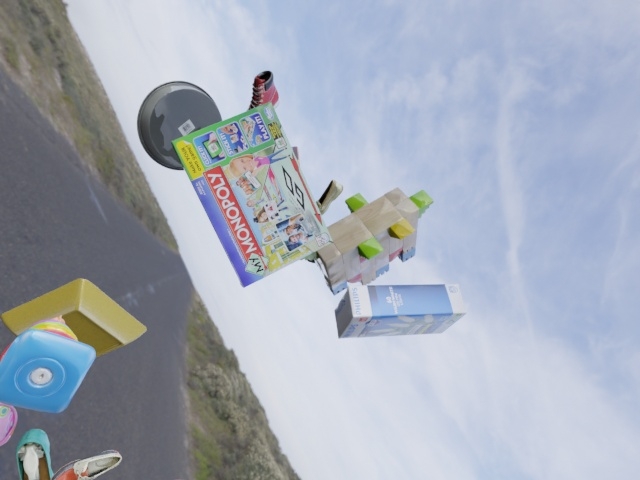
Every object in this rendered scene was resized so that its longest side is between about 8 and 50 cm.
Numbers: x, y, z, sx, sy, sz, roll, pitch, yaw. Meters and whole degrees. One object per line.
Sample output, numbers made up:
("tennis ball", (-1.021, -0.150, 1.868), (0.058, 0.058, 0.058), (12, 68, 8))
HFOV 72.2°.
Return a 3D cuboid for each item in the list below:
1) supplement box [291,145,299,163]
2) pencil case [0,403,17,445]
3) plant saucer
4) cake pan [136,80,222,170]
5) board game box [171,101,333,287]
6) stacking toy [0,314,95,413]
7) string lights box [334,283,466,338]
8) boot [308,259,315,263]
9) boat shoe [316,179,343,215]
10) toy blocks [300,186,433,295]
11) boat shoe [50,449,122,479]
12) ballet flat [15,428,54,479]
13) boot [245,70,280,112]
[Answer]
("supplement box", (-0.099, -0.125, 1.067), (0.081, 0.104, 0.188), (-97, -175, -51))
("pencil case", (-0.947, 0.475, 1.175), (0.284, 0.124, 0.124), (0, -59, 27))
("plant saucer", (-0.836, 0.311, 1.496), (0.081, 0.333, 0.333), (-107, 170, -48))
("cake pan", (-0.448, -0.371, 1.447), (0.054, 0.293, 0.293), (26, -41, 46))
("board game box", (-0.133, -0.092, 0.898), (0.317, 0.213, 0.046), (65, -15, -10))
("stacking toy", (-0.651, 0.251, 1.052), (0.166, 0.175, 0.302), (30, 0, -29))
("string lights box", (0.174, 0.159, 0.990), (0.133, 0.259, 0.077), (110, -24, -56))
("boot", (0.000, 0.000, 1.757), (0.106, 0.082, 0.219), (18, -56, 35))
("boat shoe", (0.011, -0.136, 1.461), (0.048, 0.153, 0.056), (32, 24, -31))
("toy blocks", (0.130, 0.025, 1.250), (0.191, 0.381, 0.261), (54, -12, 32))
("boat shoe", (-0.496, 0.488, 0.932), (0.043, 0.137, 0.049), (-13, -92, 48))
("ballet flat", (-0.728, 0.613, 1.118), (0.087, 0.083, 0.247), (162, -84, -73))
("boot", (-0.241, -0.489, 1.582), (0.088, 0.244, 0.176), (29, -15, 12))
